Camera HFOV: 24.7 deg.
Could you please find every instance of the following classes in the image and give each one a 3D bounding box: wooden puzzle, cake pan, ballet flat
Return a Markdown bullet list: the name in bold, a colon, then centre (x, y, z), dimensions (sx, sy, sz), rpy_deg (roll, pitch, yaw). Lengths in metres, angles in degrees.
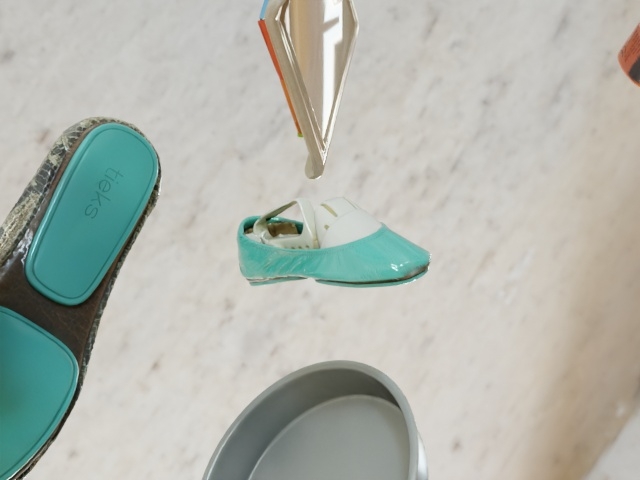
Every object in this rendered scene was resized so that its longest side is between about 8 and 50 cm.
- **wooden puzzle**: centre (-0.012, -0.214, 1.439), dimensions (0.238, 0.044, 0.221), rpy_deg (77, 20, -47)
- **cake pan**: centre (-0.007, 0.266, 1.521), dimensions (0.054, 0.293, 0.293), rpy_deg (40, 81, -39)
- **ballet flat**: centre (-0.310, 0.084, 1.499), dimensions (0.182, 0.164, 0.482), rpy_deg (-29, -148, 51)
- **ballet flat**: centre (0.000, 0.000, 1.442), dimensions (0.083, 0.247, 0.087), rpy_deg (-29, 108, -40)

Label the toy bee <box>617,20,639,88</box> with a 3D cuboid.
- **toy bee**: centre (0.413, -0.190, 1.274), dimensions (0.298, 0.162, 0.195), rpy_deg (-39, 165, -6)
